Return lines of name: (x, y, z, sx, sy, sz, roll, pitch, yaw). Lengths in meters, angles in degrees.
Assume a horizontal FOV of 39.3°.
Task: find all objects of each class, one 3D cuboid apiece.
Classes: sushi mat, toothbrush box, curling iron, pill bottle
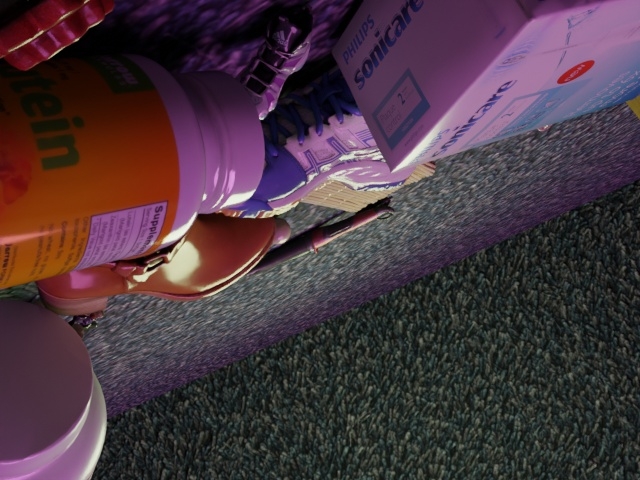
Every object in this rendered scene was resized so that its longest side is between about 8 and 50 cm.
sushi mat: (0.054, -0.084, 1.200, 0.151, 0.019, 0.316, -27, 169, 18)
toothbrush box: (0.189, -0.186, 0.710, 0.296, 0.126, 0.216, -17, 165, -28)
curling iron: (0.000, 0.000, 1.437, 0.274, 0.035, 0.068, -27, 169, 13)
pill bottle: (-0.162, -0.050, 0.581, 0.246, 0.136, 0.136, -16, 166, -39)
pill bottle: (-0.372, 0.236, 1.024, 0.229, 0.229, 0.407, -18, 157, -31)

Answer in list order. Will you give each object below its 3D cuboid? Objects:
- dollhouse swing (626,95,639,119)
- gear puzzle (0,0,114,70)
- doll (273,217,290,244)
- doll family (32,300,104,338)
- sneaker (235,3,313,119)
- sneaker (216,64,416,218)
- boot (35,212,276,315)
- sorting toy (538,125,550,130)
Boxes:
dollhouse swing: (0.499, -0.191, 0.990, 0.347, 0.315, 0.305, -25, 149, -1)
gear puzzle: (-0.068, -0.132, 0.388, 0.339, 0.044, 0.175, -27, -154, 13)
doll: (-0.126, 0.017, 1.218, 0.189, 0.046, 0.129, -27, 161, -19)
doll family: (-0.373, 0.130, 1.151, 0.193, 0.076, 0.111, 6, 151, -38)
sneaker: (-0.035, -0.136, 0.653, 0.098, 0.038, 0.069, -61, 178, -30)
sneaker: (-0.006, -0.109, 0.798, 0.296, 0.112, 0.131, -16, 149, -42)
boot: (-0.152, -0.018, 0.903, 0.283, 0.109, 0.220, -12, 161, -23)
sorting toy: (0.334, -0.196, 1.217, 0.075, 0.045, 0.083, -27, 171, -29)
